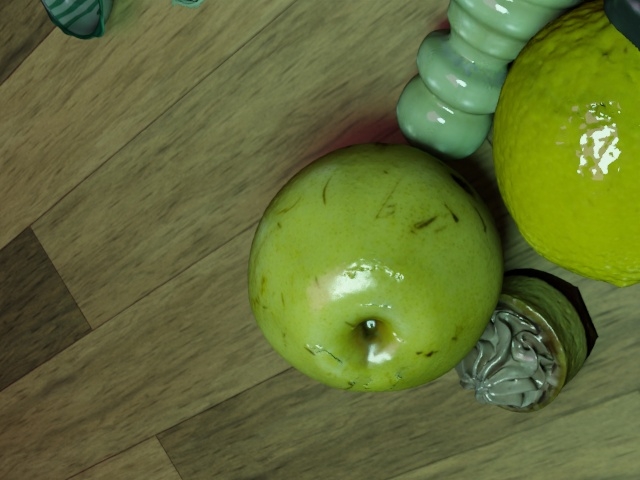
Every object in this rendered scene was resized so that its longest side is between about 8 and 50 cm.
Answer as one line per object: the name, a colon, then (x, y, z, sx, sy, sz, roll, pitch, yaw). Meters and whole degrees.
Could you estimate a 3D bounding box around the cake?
cake: (0.269, 0.154, 1.454, 0.185, 0.178, 0.207, 43, 125, 14)

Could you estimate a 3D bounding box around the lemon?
lemon: (0.356, -0.116, 1.193, 0.336, 0.336, 0.336, 14, 117, 30)

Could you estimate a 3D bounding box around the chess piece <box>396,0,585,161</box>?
chess piece: (0.204, -0.246, 1.345, 0.182, 0.182, 0.330, 39, 132, 15)

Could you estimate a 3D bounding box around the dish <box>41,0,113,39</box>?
dish: (-0.415, -0.455, 1.720, 0.246, 0.078, 0.224, 50, 147, 2)

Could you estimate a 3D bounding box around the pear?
pear: (0.073, 0.039, 1.359, 0.348, 0.348, 0.348, 14, 117, 30)

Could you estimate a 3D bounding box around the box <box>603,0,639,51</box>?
box: (0.510, -0.239, 1.029, 0.350, 0.359, 0.091, 47, 168, 10)

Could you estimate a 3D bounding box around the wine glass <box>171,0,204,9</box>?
wine glass: (-0.292, -0.493, 1.597, 0.321, 0.143, 0.143, 36, 126, 18)
